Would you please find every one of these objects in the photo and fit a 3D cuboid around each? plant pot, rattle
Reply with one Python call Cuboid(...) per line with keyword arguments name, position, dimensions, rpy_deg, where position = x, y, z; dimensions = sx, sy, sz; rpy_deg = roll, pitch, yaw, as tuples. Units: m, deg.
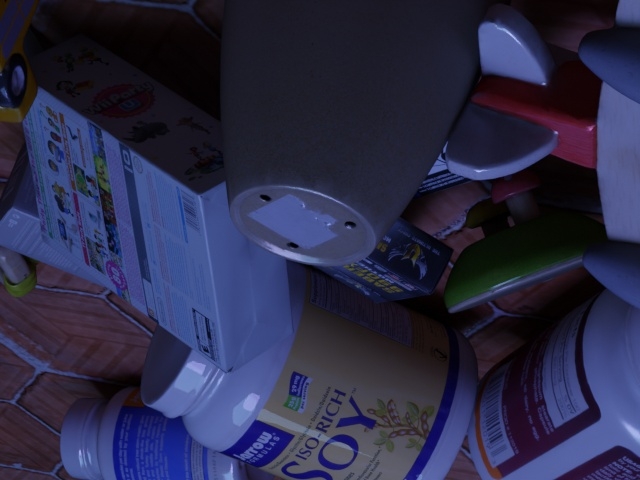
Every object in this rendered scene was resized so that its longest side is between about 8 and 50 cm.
Cuboid(name="plant pot", position=(0.014, -0.125, 1.680), dimensions=(0.256, 0.274, 0.256), rpy_deg=(12, 152, 6))
Cuboid(name="rattle", position=(-0.374, -0.038, 2.270), dimensions=(0.200, 0.143, 0.130), rpy_deg=(39, 178, 39))

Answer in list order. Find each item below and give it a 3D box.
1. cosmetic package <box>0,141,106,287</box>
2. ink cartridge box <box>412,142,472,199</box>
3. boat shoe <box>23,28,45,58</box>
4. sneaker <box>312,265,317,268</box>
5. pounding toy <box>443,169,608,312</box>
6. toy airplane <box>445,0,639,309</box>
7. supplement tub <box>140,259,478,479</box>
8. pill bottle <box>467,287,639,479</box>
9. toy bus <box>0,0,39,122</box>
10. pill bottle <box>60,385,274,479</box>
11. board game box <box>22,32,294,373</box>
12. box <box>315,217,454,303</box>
Cuboid(name="cosmetic package", position=(-0.226, -0.024, 2.123), dimensions=(0.238, 0.127, 0.107), rpy_deg=(26, 149, -16))
Cuboid(name="ink cartridge box", position=(0.084, -0.088, 1.949), dimensions=(0.097, 0.046, 0.207), rpy_deg=(36, 145, -31))
Cuboid(name="boat shoe", position=(-0.364, -0.208, 1.924), dimensions=(0.081, 0.079, 0.227), rpy_deg=(-7, 140, 49))
Cuboid(name="sneaker", position=(0.000, 0.000, 2.149), dimensions=(0.098, 0.038, 0.069), rpy_deg=(21, 151, -13))
Cuboid(name="pounding toy", position=(0.210, -0.013, 1.954), dimensions=(0.183, 0.110, 0.237), rpy_deg=(-24, 174, 37))
Cuboid(name="toy airplane", position=(0.292, -0.063, 1.619), dimensions=(0.386, 0.272, 0.384), rpy_deg=(25, 145, -31))
Cuboid(name="supplement tub", position=(-0.013, 0.156, 2.220), dimensions=(0.331, 0.241, 0.241), rpy_deg=(24, 150, -17))
Cuboid(name="pill bottle", position=(0.339, 0.162, 2.088), dimensions=(0.224, 0.224, 0.392), rpy_deg=(23, 151, -14))
Cuboid(name="toy bus", position=(-0.340, -0.251, 1.744), dimensions=(0.108, 0.130, 0.332), rpy_deg=(6, 146, 16))
Cuboid(name="pill bottle", position=(-0.206, 0.274, 2.610), dimensions=(0.272, 0.152, 0.152), rpy_deg=(2, 149, 22))
Cuboid(name="board game box", position=(-0.165, -0.039, 1.886), dimensions=(0.303, 0.097, 0.224), rpy_deg=(33, 141, 37))
Cuboid(name="box", position=(0.003, -0.018, 2.007), dimensions=(0.231, 0.056, 0.183), rpy_deg=(31, 167, -12))
